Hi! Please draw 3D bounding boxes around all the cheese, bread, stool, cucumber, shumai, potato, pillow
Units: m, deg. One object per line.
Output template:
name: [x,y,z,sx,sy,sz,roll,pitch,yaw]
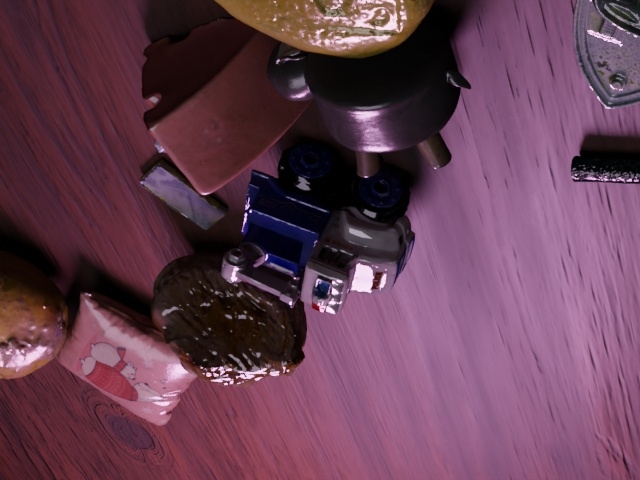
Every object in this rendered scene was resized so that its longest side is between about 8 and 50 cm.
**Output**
cheese: [-0.133,-0.152,1.668,0.203,0.177,0.128,-9,131,36]
bread: [0.003,-0.300,1.437,0.270,0.148,0.270,17,146,11]
stool: [0.059,-0.167,1.577,0.228,0.153,0.139,35,158,40]
cucumber: [0.342,-0.077,1.599,0.133,0.032,0.032,2,137,27]
shumai: [-0.109,0.111,2.023,0.218,0.184,0.185,0,173,14]
potato: [-0.511,0.113,2.204,0.266,0.229,0.229,3,138,23]
pillow: [-0.297,0.178,2.244,0.223,0.084,0.236,32,140,-6]

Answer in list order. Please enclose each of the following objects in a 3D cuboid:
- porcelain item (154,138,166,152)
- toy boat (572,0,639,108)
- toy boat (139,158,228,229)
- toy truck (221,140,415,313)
porcelain item: [-0.177,-0.135,1.840,0.036,0.028,0.083,43,139,-18]
toy boat: [0.316,-0.234,1.373,0.141,0.092,0.319,22,144,8]
toy boat: [-0.182,-0.060,1.944,0.115,0.016,0.063,37,142,-15]
toy truck: [0.000,0.000,1.775,0.213,0.177,0.161,21,142,8]
